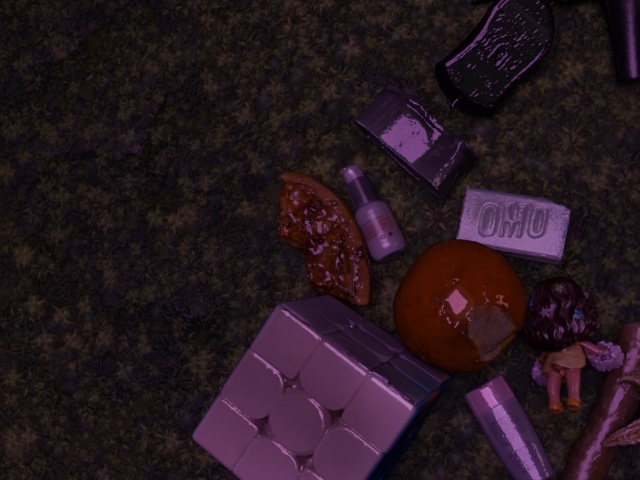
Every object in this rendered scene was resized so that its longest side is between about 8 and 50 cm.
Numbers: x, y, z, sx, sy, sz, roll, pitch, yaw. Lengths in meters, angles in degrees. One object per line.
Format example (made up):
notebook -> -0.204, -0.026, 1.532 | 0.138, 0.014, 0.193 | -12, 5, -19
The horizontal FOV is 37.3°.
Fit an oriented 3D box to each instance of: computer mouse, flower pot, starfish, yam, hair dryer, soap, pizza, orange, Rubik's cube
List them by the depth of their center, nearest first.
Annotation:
starfish -> 0.591, 0.320, 1.608 | 0.216, 0.071, 0.238 | -31, 86, -17
Rubik's cube -> 0.011, 0.291, 1.644 | 0.291, 0.290, 0.292 | 35, 101, 16
yam -> 0.505, 0.306, 1.665 | 0.081, 0.081, 0.357 | 21, 84, 15
orange -> 0.245, 0.117, 1.672 | 0.239, 0.240, 0.240 | -2, 80, 12
soap -> 0.358, -0.027, 1.762 | 0.198, 0.063, 0.115 | 9, 81, 14
pizza -> 0.000, 0.000, 1.808 | 0.161, 0.085, 0.305 | -41, 73, 25
flower pot -> 0.181, -0.191, 1.810 | 0.229, 0.103, 0.108 | 41, 90, 16
computer mouse -> 0.333, -0.353, 1.814 | 0.147, 0.088, 0.264 | 43, 96, -3
hair dryer -> 0.463, -0.444, 1.816 | 0.359, 0.120, 0.304 | -1, 94, 23

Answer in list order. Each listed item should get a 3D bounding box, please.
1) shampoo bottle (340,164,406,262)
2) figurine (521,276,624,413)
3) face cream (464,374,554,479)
shampoo bottle -> 0.097, -0.054, 1.821 | 0.074, 0.074, 0.192 | -27, 74, 7
figurine -> 0.425, 0.182, 1.661 | 0.174, 0.115, 0.240 | -19, 65, 37
face cream -> 0.340, 0.345, 1.704 | 0.084, 0.057, 0.198 | -29, 73, 5
